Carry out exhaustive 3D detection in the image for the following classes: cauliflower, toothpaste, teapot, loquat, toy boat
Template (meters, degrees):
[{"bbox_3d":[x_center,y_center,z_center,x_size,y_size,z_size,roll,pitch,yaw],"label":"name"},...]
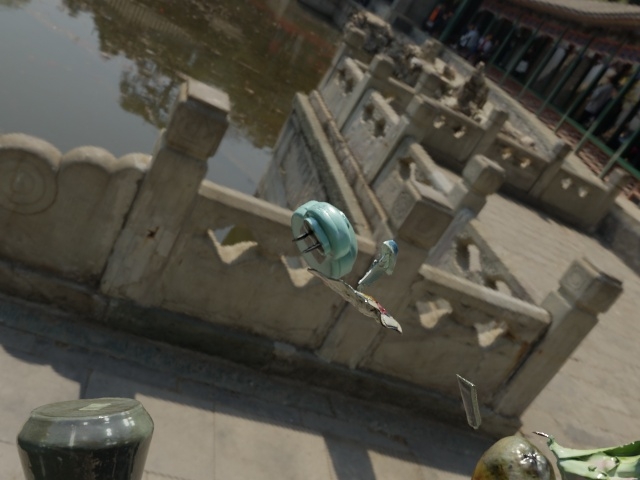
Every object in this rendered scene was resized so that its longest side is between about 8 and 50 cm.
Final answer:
[{"bbox_3d":[0.484,0.384,0.986,0.315,0.239,0.256,9,-7,30],"label":"cauliflower"},{"bbox_3d":[0.253,0.276,1.064,0.021,0.140,0.037,-39,41,-23],"label":"toothpaste"},{"bbox_3d":[-0.464,0.496,1.251,0.253,0.344,0.300,2,-4,-16],"label":"teapot"},{"bbox_3d":[0.385,0.510,1.271,0.179,0.227,0.179,16,-1,0],"label":"loquat"},{"bbox_3d":[0.144,0.070,1.503,0.034,0.149,0.105,21,-14,31],"label":"toy boat"}]

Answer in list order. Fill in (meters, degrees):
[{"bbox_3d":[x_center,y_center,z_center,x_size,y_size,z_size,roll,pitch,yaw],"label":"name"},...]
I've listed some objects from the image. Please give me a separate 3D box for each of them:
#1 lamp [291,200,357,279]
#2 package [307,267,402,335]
[{"bbox_3d":[0.010,-0.006,1.588,0.209,0.147,0.284,56,-1,9],"label":"lamp"},{"bbox_3d":[0.081,0.128,1.391,0.166,0.040,0.232,42,-8,-37],"label":"package"}]
